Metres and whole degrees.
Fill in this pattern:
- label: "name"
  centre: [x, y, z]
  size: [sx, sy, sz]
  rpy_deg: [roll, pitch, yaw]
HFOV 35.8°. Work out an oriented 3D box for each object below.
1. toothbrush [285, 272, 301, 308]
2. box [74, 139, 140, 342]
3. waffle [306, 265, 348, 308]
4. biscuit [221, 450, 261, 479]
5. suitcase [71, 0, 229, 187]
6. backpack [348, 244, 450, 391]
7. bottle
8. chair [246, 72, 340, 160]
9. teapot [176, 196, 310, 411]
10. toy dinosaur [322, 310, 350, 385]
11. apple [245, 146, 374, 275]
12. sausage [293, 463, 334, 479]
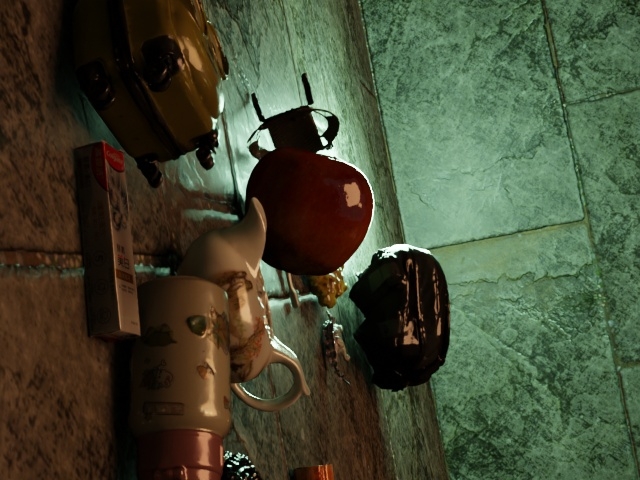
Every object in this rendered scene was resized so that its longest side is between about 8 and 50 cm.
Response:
- label: "toothbrush"
  centre: [-0.072, 0.001, 1.880]
  size: [0.026, 0.022, 0.263]
  rpy_deg: [-26, 105, -63]
- label: "box"
  centre: [-0.235, 0.001, 1.094]
  size: [0.055, 0.039, 0.218]
  rpy_deg: [35, 44, -70]
- label: "waffle"
  centre: [-0.002, -0.009, 2.124]
  size: [0.281, 0.058, 0.301]
  rpy_deg: [-54, 132, -72]
- label: "biscuit"
  centre: [-0.109, 0.372, 1.301]
  size: [0.194, 0.053, 0.195]
  rpy_deg: [-10, 90, -78]
- label: "suitcase"
  centre: [-0.196, -0.213, 1.181]
  size: [0.194, 0.143, 0.235]
  rpy_deg: [63, 12, -54]
- label: "backpack"
  centre: [0.197, 0.172, 2.427]
  size: [0.446, 0.254, 0.363]
  rpy_deg: [86, -3, -72]
- label: "bottle"
  centre: [-0.158, 0.174, 1.111]
  size: [0.120, 0.120, 0.253]
  rpy_deg: [57, 26, -60]
- label: "chair"
  centre: [-0.051, -0.207, 1.836]
  size: [0.213, 0.174, 0.149]
  rpy_deg: [-99, 169, -69]
- label: "teapot"
  centre: [-0.108, 0.095, 1.317]
  size: [0.204, 0.139, 0.298]
  rpy_deg: [-103, -179, -68]
- label: "toy dinosaur"
  centre: [0.031, 0.223, 2.092]
  size: [0.082, 0.039, 0.209]
  rpy_deg: [61, 11, -46]
- label: "apple"
  centre: [-0.028, -0.050, 1.708]
  size: [0.230, 0.230, 0.230]
  rpy_deg: [-11, 90, -78]
- label: "sausage"
  centre: [0.001, 0.495, 1.649]
  size: [0.071, 0.071, 0.234]
  rpy_deg: [47, 34, -68]
